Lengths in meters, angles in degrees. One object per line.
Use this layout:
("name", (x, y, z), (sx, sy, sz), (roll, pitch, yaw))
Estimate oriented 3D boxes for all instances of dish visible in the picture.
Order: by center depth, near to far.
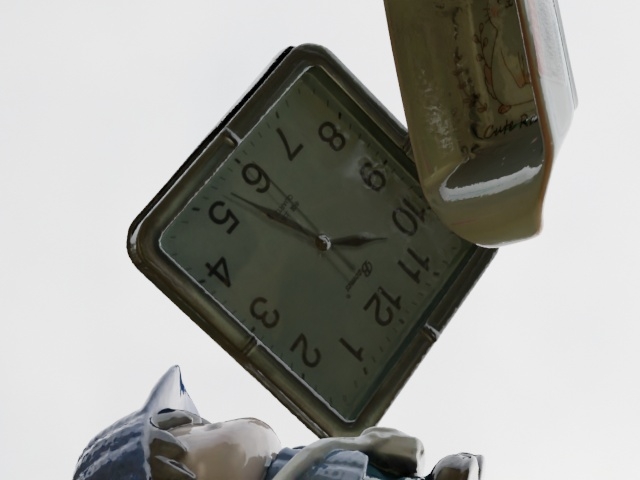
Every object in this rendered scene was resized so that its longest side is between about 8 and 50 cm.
("dish", (0.124, -0.114, 0.922), (0.154, 0.064, 0.234), (-16, -97, 59))

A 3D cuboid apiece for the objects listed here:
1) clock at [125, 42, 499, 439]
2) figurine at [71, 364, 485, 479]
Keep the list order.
("clock", (0.000, 0.000, 1.156), (0.279, 0.273, 0.049), (45, -26, -13))
("figurine", (-0.016, 0.092, 0.436), (0.136, 0.077, 0.079), (14, -94, 16))
